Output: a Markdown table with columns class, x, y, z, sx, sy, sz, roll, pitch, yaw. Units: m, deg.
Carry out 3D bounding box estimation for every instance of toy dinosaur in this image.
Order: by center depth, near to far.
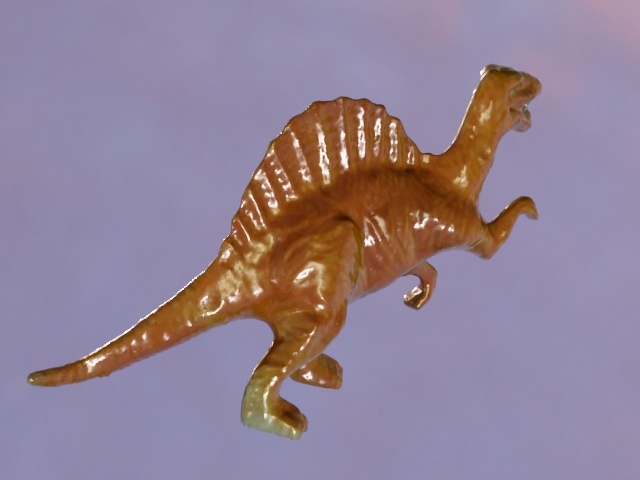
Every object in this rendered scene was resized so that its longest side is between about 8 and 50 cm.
| class | x | y | z | sx | sy | sz | roll | pitch | yaw |
| --- | --- | --- | --- | --- | --- | --- | --- | --- | --- |
| toy dinosaur | 0.001 | 0.000 | 0.737 | 0.212 | 0.142 | 0.057 | -3 | -155 | -43 |
